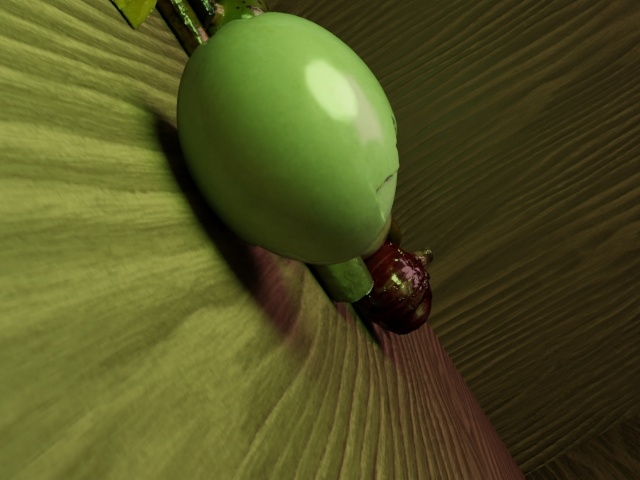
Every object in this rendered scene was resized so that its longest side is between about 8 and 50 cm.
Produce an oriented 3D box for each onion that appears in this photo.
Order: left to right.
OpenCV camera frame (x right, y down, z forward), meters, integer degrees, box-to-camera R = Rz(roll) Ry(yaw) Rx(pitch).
[{"bbox_3d":[0.171,0.095,1.637,0.252,0.219,0.252,56,-3,5],"label":"onion"}]

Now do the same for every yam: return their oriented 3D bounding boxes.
[{"bbox_3d":[0.000,0.000,1.381,0.259,0.106,0.106,57,7,-19],"label":"yam"}]

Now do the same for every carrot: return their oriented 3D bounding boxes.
[{"bbox_3d":[-0.301,-0.478,1.501,0.260,0.070,0.070,58,7,-16],"label":"carrot"}]

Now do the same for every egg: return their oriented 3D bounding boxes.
[{"bbox_3d":[-0.035,-0.119,0.941,0.336,0.278,0.278,65,9,13],"label":"egg"}]

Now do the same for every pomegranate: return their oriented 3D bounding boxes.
[{"bbox_3d":[-0.241,-0.588,1.967,0.246,0.198,0.198,-32,90,-47],"label":"pomegranate"}]

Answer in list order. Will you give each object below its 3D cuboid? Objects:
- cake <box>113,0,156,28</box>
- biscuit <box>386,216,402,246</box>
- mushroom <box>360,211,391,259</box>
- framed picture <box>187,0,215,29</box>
[{"bbox_3d":[-0.340,-0.424,1.130,0.185,0.116,0.079,14,28,-31],"label":"cake"},{"bbox_3d":[0.101,-0.044,1.941,0.262,0.037,0.262,26,-26,14],"label":"biscuit"},{"bbox_3d":[0.038,-0.058,1.527,0.207,0.215,0.207,1,89,-61],"label":"mushroom"},{"bbox_3d":[-0.325,-0.563,1.532,0.265,0.018,0.192,57,-20,-10],"label":"framed picture"}]
